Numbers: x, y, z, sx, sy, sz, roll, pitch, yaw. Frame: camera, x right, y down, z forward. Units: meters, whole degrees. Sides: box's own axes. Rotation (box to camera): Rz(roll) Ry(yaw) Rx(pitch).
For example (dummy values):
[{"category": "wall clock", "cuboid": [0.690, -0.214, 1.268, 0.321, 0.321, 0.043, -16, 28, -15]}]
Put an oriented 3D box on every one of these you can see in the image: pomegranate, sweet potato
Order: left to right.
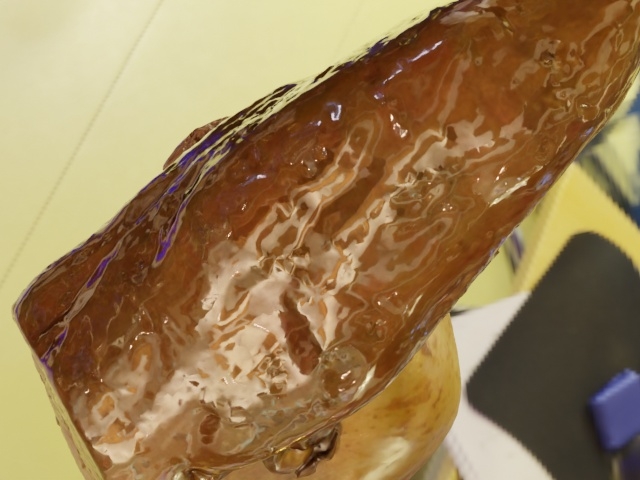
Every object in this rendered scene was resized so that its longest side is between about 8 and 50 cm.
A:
[{"category": "pomegranate", "cuboid": [-0.025, 0.064, 0.770, 0.215, 0.215, 0.215, 10, 74, -38]}, {"category": "sweet potato", "cuboid": [0.000, 0.000, 0.423, 0.097, 0.251, 0.097, 43, 21, -21]}]

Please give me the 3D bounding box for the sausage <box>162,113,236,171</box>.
[{"category": "sausage", "cuboid": [-0.025, -0.083, 0.997, 0.186, 0.043, 0.043, -24, 97, -16]}]
